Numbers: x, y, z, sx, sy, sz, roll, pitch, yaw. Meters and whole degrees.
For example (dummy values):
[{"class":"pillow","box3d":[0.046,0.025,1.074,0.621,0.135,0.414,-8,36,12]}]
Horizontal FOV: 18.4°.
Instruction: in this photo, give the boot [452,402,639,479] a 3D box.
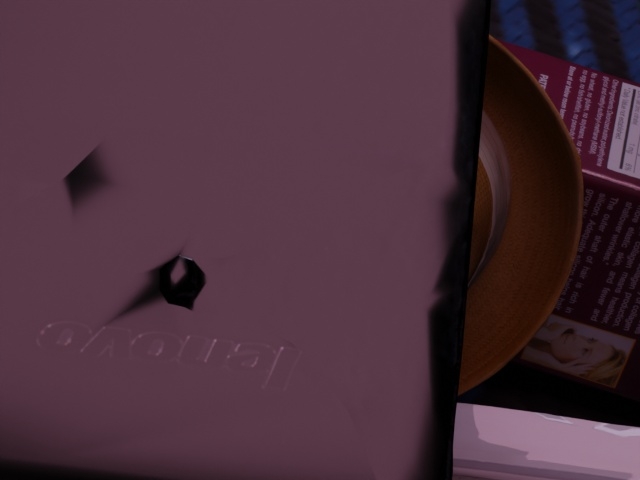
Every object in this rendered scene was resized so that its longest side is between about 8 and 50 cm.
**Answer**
[{"class":"boot","box3d":[0.080,0.129,0.716,0.258,0.095,0.123,4,77,16]}]

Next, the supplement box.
[{"class":"supplement box","box3d":[0.075,-0.017,0.813,0.188,0.104,0.081,17,38,2]}]

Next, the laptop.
[{"class":"laptop","box3d":[-0.139,-0.100,0.692,0.382,0.236,0.408,7,15,-1]}]

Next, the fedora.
[{"class":"fedora","box3d":[0.000,0.000,0.734,0.194,0.194,0.079,17,24,2]}]
